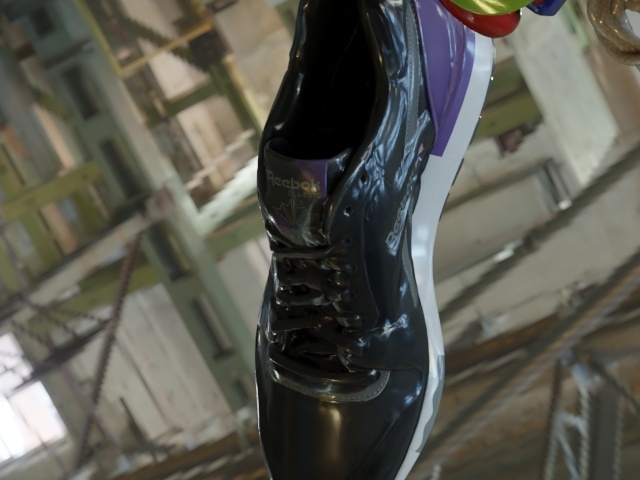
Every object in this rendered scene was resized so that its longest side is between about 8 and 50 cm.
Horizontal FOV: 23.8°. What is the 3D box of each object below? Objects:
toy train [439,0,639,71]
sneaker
[{"bbox_3d":[0.083,-0.118,0.595,0.105,0.248,0.143,-52,180,23],"label":"toy train"},{"bbox_3d":[0.000,0.000,0.748,0.107,0.283,0.124,8,179,28],"label":"sneaker"}]
